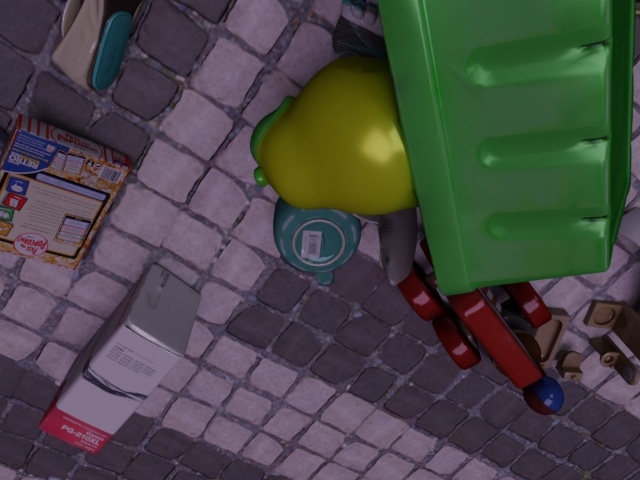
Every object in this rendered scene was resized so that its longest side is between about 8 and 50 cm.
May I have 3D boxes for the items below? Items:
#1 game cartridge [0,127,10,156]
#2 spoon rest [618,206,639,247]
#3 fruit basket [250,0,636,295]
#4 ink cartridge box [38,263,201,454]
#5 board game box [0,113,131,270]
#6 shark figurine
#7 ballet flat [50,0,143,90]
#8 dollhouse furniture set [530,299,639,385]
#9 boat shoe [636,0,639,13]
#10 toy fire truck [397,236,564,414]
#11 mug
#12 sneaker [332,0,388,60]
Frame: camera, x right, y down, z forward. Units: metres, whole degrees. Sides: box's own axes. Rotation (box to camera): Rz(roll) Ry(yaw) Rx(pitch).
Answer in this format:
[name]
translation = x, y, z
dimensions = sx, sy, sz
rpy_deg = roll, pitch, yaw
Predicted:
[game cartridge]
translation = -0.576, -0.156, 0.694
dimensions = 0.196, 0.060, 0.294
rpy_deg = -38, 112, 11
[spoon rest]
translation = 0.566, 0.073, 0.854
dimensions = 0.137, 0.084, 0.276
rpy_deg = -38, 112, 9
[fruit basket]
translation = 0.122, -0.133, 0.571
dimensions = 0.392, 0.283, 0.392
rpy_deg = 22, 137, 22
[ink cartridge box]
translation = -0.300, 0.177, 0.809
dimensions = 0.100, 0.172, 0.237
rpy_deg = 37, 109, -19
[board game box]
translation = -0.376, -0.058, 0.730
dimensions = 0.147, 0.045, 0.193
rpy_deg = 22, 115, -38
[shark figurine]
translation = 0.091, -0.096, 0.728
dimensions = 0.116, 0.166, 0.278
rpy_deg = -30, 89, 39
[ballet flat]
translation = -0.254, -0.300, 0.630
dimensions = 0.086, 0.086, 0.248
rpy_deg = 30, 112, -17
[dollhouse furniture set]
translation = 0.449, 0.188, 0.884
dimensions = 0.151, 0.123, 0.144
rpy_deg = 6, 116, -6
[boat shoe]
translation = 0.470, -0.344, 0.636
dimensions = 0.305, 0.091, 0.109
rpy_deg = -16, 117, 5
[toy fire truck]
translation = 0.248, 0.123, 0.767
dimensions = 0.169, 0.254, 0.302
rpy_deg = -34, 113, 14
[mug]
translation = 0.004, -0.008, 0.775
dimensions = 0.129, 0.097, 0.158
rpy_deg = -39, 112, 15
[sneaker]
translation = 0.089, -0.248, 0.689
dimensions = 0.166, 0.065, 0.076
rpy_deg = 25, 129, -12
